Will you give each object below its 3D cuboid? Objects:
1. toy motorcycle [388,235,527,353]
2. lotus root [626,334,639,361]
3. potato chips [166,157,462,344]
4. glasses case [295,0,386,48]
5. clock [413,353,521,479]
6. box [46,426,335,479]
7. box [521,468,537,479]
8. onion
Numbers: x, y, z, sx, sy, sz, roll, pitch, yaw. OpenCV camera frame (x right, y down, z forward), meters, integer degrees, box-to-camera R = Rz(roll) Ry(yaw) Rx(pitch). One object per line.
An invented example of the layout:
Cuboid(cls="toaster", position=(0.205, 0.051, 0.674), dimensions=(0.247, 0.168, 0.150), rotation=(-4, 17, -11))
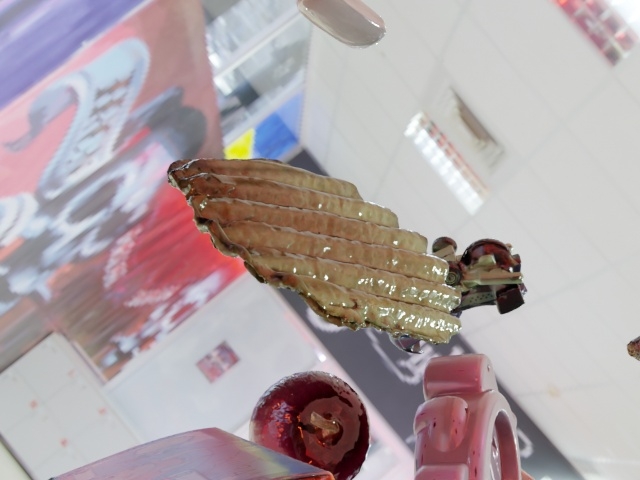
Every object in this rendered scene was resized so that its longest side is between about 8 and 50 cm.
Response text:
Cuboid(cls="toy motorcycle", position=(0.228, 0.108, 1.997), dimensions=(0.125, 0.331, 0.196), rotation=(-95, 163, -57))
Cuboid(cls="lotus root", position=(0.696, 0.210, 1.830), dimensions=(0.314, 0.141, 0.169), rotation=(1, -32, 16))
Cuboid(cls="potato chips", position=(0.000, 0.000, 1.360), dimensions=(0.429, 0.070, 0.358), rotation=(11, 30, -42))
Cuboid(cls="glasses case", position=(0.031, -0.317, 1.486), dimensions=(0.164, 0.063, 0.041), rotation=(22, 51, -48))
Cuboid(cls="clock", position=(0.212, 0.351, 1.515), dimensions=(0.322, 0.114, 0.295), rotation=(-61, 140, -58))
Cuboid(cls="box", position=(-0.139, 0.294, 0.693), dimensions=(0.349, 0.319, 0.256), rotation=(161, -90, -74))
Cuboid(cls="box", position=(0.311, 0.592, 1.984), dimensions=(0.225, 0.341, 0.143), rotation=(35, -3, 20))
Cuboid(cls="onion", position=(-0.011, 0.268, 1.457), dimensions=(0.154, 0.177, 0.177), rotation=(-9, -51, 35))
